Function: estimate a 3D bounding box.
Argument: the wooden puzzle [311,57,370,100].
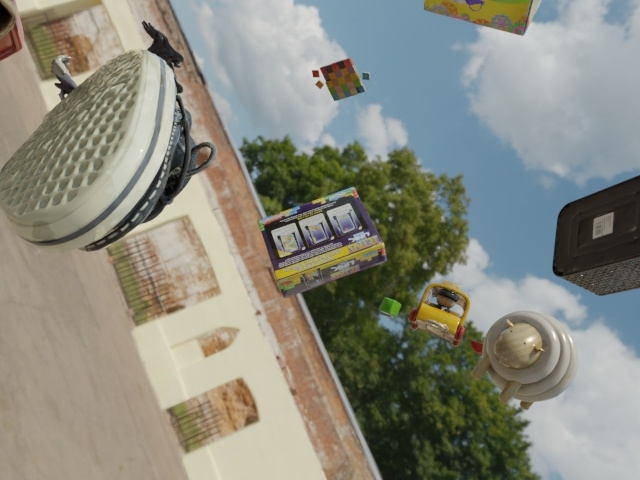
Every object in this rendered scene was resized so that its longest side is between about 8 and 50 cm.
[{"bbox_3d":[0.028,-0.212,0.785,0.083,0.006,0.049,-8,-56,36],"label":"wooden puzzle"}]

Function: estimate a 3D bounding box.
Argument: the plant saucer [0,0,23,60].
[{"bbox_3d":[-0.602,-0.323,0.969,0.047,0.258,0.259,53,-21,-8],"label":"plant saucer"}]

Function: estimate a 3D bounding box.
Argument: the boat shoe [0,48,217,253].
[{"bbox_3d":[-0.208,-0.091,0.632,0.156,0.187,0.500,51,-3,-26],"label":"boat shoe"}]

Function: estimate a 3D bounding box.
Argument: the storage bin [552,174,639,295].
[{"bbox_3d":[0.419,-0.006,0.813,0.180,0.084,0.122,-30,-139,60],"label":"storage bin"}]

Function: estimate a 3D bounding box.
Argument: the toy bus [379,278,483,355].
[{"bbox_3d":[0.231,0.129,1.121,0.191,0.104,0.202,30,-13,-30],"label":"toy bus"}]

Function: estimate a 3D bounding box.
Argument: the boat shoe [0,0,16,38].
[{"bbox_3d":[-0.459,-0.308,0.775,0.123,0.117,0.324,-47,-134,52],"label":"boat shoe"}]

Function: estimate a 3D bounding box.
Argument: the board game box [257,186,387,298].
[{"bbox_3d":[0.000,0.000,0.933,0.048,0.171,0.141,74,-4,-48],"label":"board game box"}]

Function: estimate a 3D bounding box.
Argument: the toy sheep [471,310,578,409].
[{"bbox_3d":[0.194,0.109,0.550,0.132,0.091,0.091,28,26,-53],"label":"toy sheep"}]

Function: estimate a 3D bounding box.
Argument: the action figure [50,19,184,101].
[{"bbox_3d":[-0.351,-0.220,0.961,0.141,0.275,0.164,38,-17,8],"label":"action figure"}]

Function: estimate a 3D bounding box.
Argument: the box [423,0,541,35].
[{"bbox_3d":[0.299,-0.530,0.896,0.177,0.279,0.290,22,-27,17],"label":"box"}]
